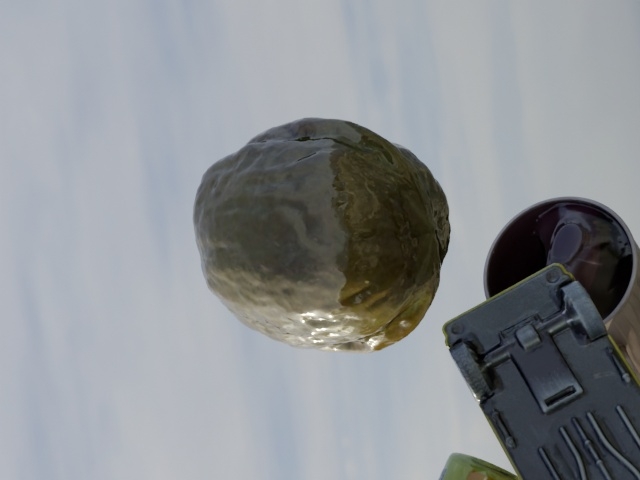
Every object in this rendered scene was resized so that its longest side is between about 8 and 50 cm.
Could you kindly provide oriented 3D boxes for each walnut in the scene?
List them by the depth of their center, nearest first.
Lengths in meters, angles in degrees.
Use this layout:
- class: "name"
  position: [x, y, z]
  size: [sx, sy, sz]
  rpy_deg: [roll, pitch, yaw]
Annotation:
- class: "walnut"
  position: [0.000, 0.000, 1.729]
  size: [0.227, 0.283, 0.283]
  rpy_deg: [-25, -75, -53]

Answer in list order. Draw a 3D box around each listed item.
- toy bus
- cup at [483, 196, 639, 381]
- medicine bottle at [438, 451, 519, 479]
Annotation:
- class: "toy bus"
  position: [0.242, 0.193, 1.473]
  size: [0.330, 0.144, 0.152]
  rpy_deg: [63, -178, 32]
- class: "cup"
  position: [0.383, 0.108, 2.201]
  size: [0.288, 0.208, 0.273]
  rpy_deg: [31, 168, 41]
- class: "medicine bottle"
  position: [0.162, 0.379, 1.954]
  size: [0.239, 0.124, 0.124]
  rpy_deg: [-67, -19, -8]
